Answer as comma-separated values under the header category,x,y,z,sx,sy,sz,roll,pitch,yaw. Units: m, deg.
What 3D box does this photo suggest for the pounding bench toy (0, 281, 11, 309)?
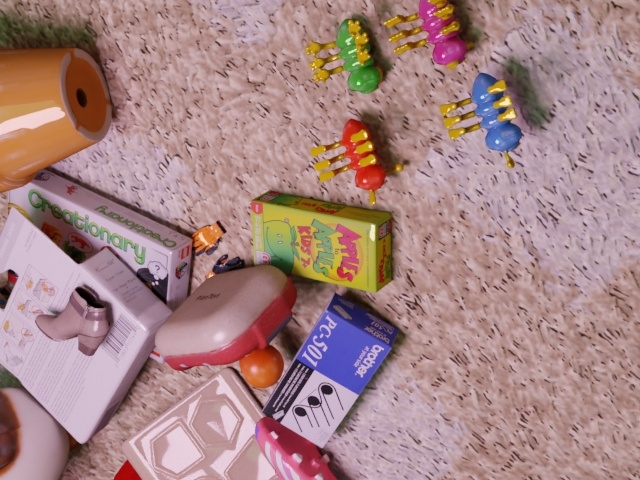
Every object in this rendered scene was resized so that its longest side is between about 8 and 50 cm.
category,x,y,z,sx,sy,sz,roll,pitch,yaw
pounding bench toy,-0.512,0.117,1.803,0.065,0.083,0.052,48,127,8

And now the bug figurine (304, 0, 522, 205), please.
category,x,y,z,sx,sy,sz,roll,pitch,yaw
bug figurine,0.103,-0.163,1.292,0.279,0.072,0.216,-14,95,41

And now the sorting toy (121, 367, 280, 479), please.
category,x,y,z,sx,sy,sz,roll,pitch,yaw
sorting toy,-0.153,0.313,1.642,0.208,0.038,0.193,-37,87,8

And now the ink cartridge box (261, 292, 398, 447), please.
category,x,y,z,sx,sy,sz,roll,pitch,yaw
ink cartridge box,0.010,0.171,1.494,0.097,0.046,0.207,30,124,0

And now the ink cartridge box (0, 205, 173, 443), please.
category,x,y,z,sx,sy,sz,roll,pitch,yaw
ink cartridge box,-0.371,0.117,1.656,0.261,0.066,0.296,42,130,8

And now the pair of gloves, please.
category,x,y,z,sx,sy,sz,roll,pitch,yaw
pair of gloves,-0.144,0.020,1.569,0.074,0.010,0.083,-30,92,38

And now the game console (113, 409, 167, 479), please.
category,x,y,z,sx,sy,sz,roll,pitch,yaw
game console,-0.218,0.348,1.709,0.144,0.085,0.124,-52,44,2

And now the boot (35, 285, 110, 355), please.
category,x,y,z,sx,sy,sz,roll,pitch,yaw
boot,-0.335,0.100,1.558,0.118,0.042,0.087,26,120,19

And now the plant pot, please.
category,x,y,z,sx,sy,sz,roll,pitch,yaw
plant pot,-0.395,-0.177,1.548,0.187,0.205,0.205,-10,104,20

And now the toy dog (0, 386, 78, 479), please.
category,x,y,z,sx,sy,sz,roll,pitch,yaw
toy dog,-0.537,0.410,1.767,0.395,0.284,0.408,33,108,33

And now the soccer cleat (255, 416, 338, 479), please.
category,x,y,z,sx,sy,sz,roll,pitch,yaw
soccer cleat,-0.008,0.347,1.569,0.248,0.083,0.095,42,113,6

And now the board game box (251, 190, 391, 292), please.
category,x,y,z,sx,sy,sz,roll,pitch,yaw
board game box,0.000,0.000,1.445,0.181,0.043,0.092,12,115,29

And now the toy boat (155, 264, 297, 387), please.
category,x,y,z,sx,sy,sz,roll,pitch,yaw
toy boat,-0.106,0.130,1.493,0.151,0.151,0.231,53,148,-16

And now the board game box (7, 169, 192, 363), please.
category,x,y,z,sx,sy,sz,roll,pitch,yaw
board game box,-0.325,0.030,1.659,0.305,0.053,0.193,24,123,23
